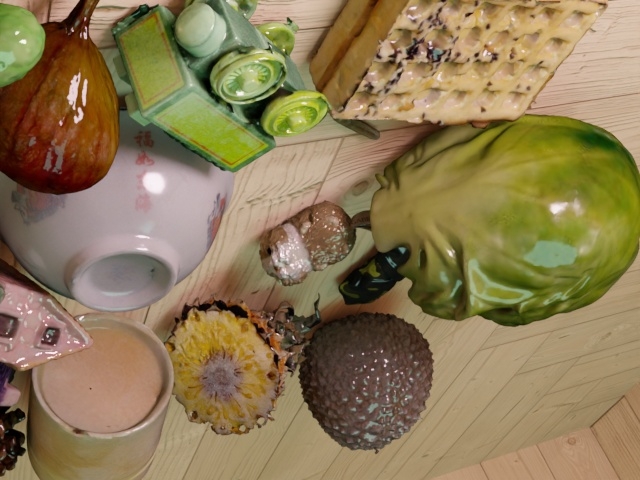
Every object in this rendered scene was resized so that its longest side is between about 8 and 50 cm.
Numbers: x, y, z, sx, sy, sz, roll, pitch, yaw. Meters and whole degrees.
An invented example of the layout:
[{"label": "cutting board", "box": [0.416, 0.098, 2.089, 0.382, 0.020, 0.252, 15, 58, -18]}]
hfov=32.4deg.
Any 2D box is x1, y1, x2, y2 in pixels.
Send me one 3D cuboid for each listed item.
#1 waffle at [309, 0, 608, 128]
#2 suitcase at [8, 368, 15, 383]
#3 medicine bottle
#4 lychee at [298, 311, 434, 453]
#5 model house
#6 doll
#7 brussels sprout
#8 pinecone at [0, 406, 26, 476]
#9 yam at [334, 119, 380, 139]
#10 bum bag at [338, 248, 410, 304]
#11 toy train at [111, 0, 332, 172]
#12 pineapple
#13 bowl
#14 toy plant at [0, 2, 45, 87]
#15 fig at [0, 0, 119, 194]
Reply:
[{"label": "waffle", "box": [0.193, -0.280, 1.517, 0.376, 0.114, 0.261, -3, 146, -37]}, {"label": "suitcase", "box": [-0.592, 0.173, 1.690, 0.285, 0.066, 0.206, -4, 146, -37]}, {"label": "medicine bottle", "box": [-0.399, 0.329, 1.947, 0.236, 0.235, 0.406, -12, 150, -25]}, {"label": "lychee", "box": [0.091, 0.283, 2.261, 0.300, 0.300, 0.300, -20, 153, -11]}, {"label": "model house", "box": [-0.459, 0.143, 1.505, 0.237, 0.202, 0.237, 20, 89, -51]}, {"label": "doll", "box": [0.000, -0.007, 1.840, 0.221, 0.105, 0.115, -29, -170, 5]}, {"label": "brussels sprout", "box": [0.330, -0.047, 1.761, 0.425, 0.342, 0.361, -6, 162, -47]}, {"label": "pinecone", "box": [-0.581, 0.322, 1.848, 0.150, 0.179, 0.195, -52, 137, -2]}, {"label": "yam", "box": [0.057, -0.175, 1.686, 0.021, 0.021, 0.116, -38, 149, 22]}, {"label": "bum bag", "box": [0.120, 0.055, 2.108, 0.107, 0.060, 0.232, 17, 130, -41]}, {"label": "toy train", "box": [-0.116, -0.199, 1.351, 0.188, 0.159, 0.272, -29, 155, 15]}, {"label": "pineapple", "box": [-0.117, 0.191, 2.021, 0.262, 0.262, 0.272, -42, 172, 28]}, {"label": "bowl", "box": [-0.274, -0.005, 1.485, 0.345, 0.157, 0.345, -10, 143, -7]}, {"label": "toy plant", "box": [-0.485, -0.155, 1.036, 0.317, 0.210, 0.356, -47, 147, 23]}, {"label": "fig", "box": [-0.306, -0.199, 1.244, 0.191, 0.191, 0.290, -4, 106, -37]}]
